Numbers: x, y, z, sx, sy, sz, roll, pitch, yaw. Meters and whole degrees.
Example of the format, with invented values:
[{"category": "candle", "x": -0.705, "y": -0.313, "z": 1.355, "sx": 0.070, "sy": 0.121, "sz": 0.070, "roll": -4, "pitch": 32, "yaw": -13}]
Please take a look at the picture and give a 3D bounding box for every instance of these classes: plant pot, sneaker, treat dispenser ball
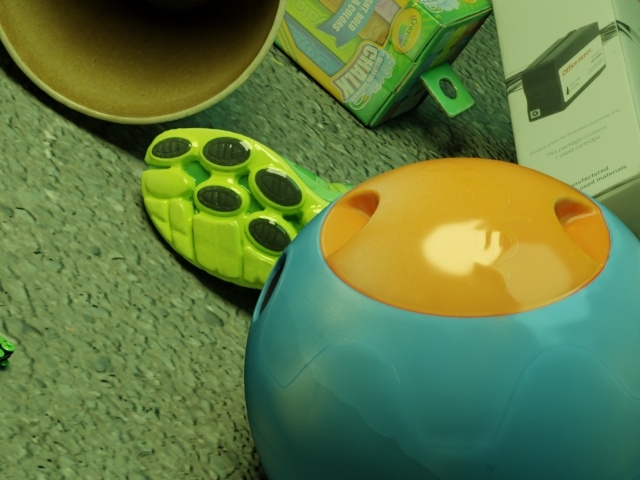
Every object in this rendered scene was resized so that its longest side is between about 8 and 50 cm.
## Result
[{"category": "plant pot", "x": -0.136, "y": -0.234, "z": 1.625, "sx": 0.237, "sy": 0.237, "sz": 0.254, "roll": 34, "pitch": 13, "yaw": -6}, {"category": "sneaker", "x": 0.000, "y": 0.000, "z": 1.512, "sx": 0.295, "sy": 0.109, "sz": 0.123, "roll": 20, "pitch": -3, "yaw": 1}, {"category": "treat dispenser ball", "x": 0.094, "y": 0.090, "z": 1.286, "sx": 0.288, "sy": 0.288, "sz": 0.288, "roll": 28, "pitch": 29, "yaw": -17}]

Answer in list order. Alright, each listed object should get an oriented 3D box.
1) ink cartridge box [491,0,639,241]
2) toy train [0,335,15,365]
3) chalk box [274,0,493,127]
[{"category": "ink cartridge box", "x": 0.279, "y": -0.090, "z": 1.821, "sx": 0.223, "sy": 0.129, "sz": 0.307, "roll": 42, "pitch": 32, "yaw": -39}, {"category": "toy train", "x": -0.221, "y": 0.077, "z": 1.232, "sx": 0.023, "sy": 0.017, "sz": 0.083, "roll": 34, "pitch": 26, "yaw": 15}, {"category": "chalk box", "x": 0.065, "y": -0.201, "z": 1.869, "sx": 0.213, "sy": 0.132, "sz": 0.132, "roll": 42, "pitch": 28, "yaw": 10}]
